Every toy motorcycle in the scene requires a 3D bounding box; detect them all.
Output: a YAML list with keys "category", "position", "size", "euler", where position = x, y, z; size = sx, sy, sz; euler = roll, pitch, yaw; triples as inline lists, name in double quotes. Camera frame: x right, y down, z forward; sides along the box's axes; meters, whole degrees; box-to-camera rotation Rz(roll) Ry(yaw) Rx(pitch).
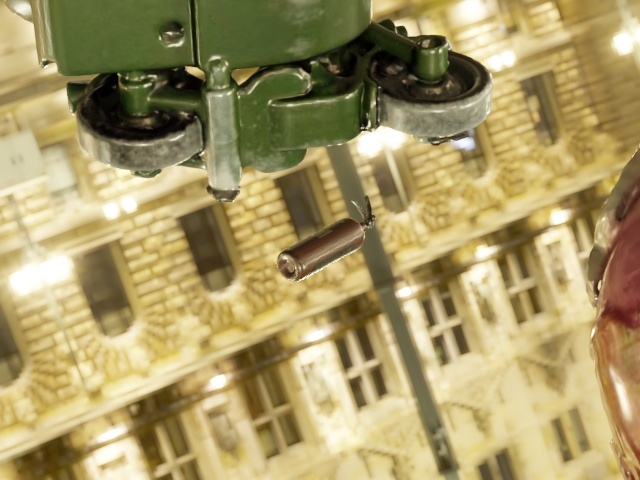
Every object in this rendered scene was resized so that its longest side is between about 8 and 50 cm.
- category: "toy motorcycle"
  position: [-0.041, -0.132, 0.735]
  size: [0.275, 0.205, 0.127]
  euler: [-8, -145, -10]

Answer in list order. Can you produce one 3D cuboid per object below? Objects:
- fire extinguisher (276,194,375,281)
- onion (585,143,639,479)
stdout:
- category: "fire extinguisher"
  position: [0.003, 0.006, 0.925]
  size: [0.100, 0.032, 0.046]
  euler: [-28, 158, -45]
- category: "onion"
  position: [0.198, 0.029, 0.401]
  size: [0.230, 0.230, 0.163]
  euler: [-23, 162, -29]
